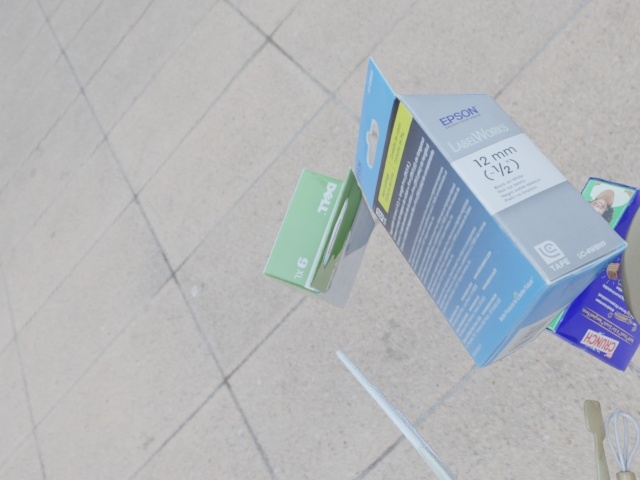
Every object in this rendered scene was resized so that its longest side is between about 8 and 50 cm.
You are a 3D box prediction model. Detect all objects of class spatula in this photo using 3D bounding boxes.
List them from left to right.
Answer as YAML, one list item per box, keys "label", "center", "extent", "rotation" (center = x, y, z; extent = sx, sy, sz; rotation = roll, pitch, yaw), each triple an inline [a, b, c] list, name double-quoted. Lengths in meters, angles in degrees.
- label: "spatula"
  center: [0.100, 0.199, 0.514]
  extent: [0.019, 0.168, 0.242]
  rotation: [-44, 33, -4]

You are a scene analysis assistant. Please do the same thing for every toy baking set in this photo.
- label: "toy baking set"
  center: [0.450, 0.358, 0.829]
  extent: [0.196, 0.256, 0.030]
  rotation: [-54, 6, -33]

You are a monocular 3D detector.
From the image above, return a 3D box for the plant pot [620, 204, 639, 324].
- label: "plant pot"
  center: [0.547, -0.011, 0.773]
  extent: [0.284, 0.191, 0.284]
  rotation: [-21, 34, 15]

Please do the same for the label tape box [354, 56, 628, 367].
- label: "label tape box"
  center: [0.176, -0.045, 0.734]
  extent: [0.115, 0.249, 0.347]
  rotation: [-22, 62, -15]

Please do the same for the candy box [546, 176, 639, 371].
- label: "candy box"
  center: [0.586, 0.075, 1.184]
  extent: [0.317, 0.268, 0.122]
  rotation: [-61, 30, 1]

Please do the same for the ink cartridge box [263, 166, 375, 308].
- label: "ink cartridge box"
  center: [0.000, 0.000, 0.575]
  extent: [0.062, 0.209, 0.109]
  rotation: [19, 83, 13]
